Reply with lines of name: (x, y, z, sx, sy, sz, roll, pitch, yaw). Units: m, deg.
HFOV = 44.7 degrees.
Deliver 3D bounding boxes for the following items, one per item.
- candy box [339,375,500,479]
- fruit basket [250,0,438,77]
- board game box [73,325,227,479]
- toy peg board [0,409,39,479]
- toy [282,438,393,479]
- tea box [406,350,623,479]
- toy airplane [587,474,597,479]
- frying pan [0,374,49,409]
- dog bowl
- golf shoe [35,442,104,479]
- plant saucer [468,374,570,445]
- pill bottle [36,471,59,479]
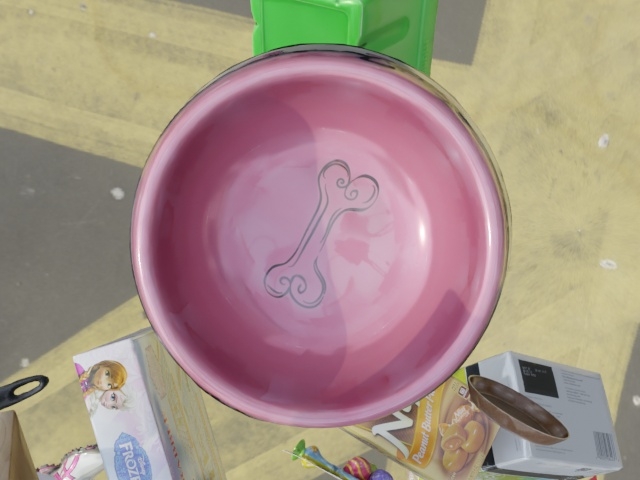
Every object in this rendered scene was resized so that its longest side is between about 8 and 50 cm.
candy box: (0.162, 0.311, 1.422, 0.316, 0.087, 0.183, 33, 73, -9)
fruit basket: (0.047, -0.304, 1.185, 0.283, 0.392, 0.392, 20, 97, 22)
board game box: (-0.174, 0.260, 0.913, 0.066, 0.318, 0.318, -17, 88, -2)
toy peg board: (-0.224, 0.230, 0.511, 0.079, 0.160, 0.161, -11, 122, -12)
toy: (0.062, 0.397, 1.325, 0.237, 0.137, 0.056, 18, 75, 22)
tea box: (0.397, 0.405, 1.667, 0.323, 0.329, 0.220, -31, 53, 42)
toy airplane: (0.354, 0.403, 1.153, 0.151, 0.151, 0.028, -43, 65, 14)
frying pan: (-0.543, 0.228, 0.999, 0.326, 0.053, 0.197, -45, 115, -15)
dog bowl: (0.000, 0.000, 0.769, 0.408, 0.150, 0.408, 0, 94, 1)
golf shoe: (-0.387, 0.379, 1.227, 0.186, 0.067, 0.086, -32, 64, 25)
plant saucer: (0.294, 0.260, 1.176, 0.168, 0.168, 0.029, 29, 100, 16)
pill bottle: (-0.354, 0.313, 0.783, 0.264, 0.146, 0.146, -31, 81, 32)
